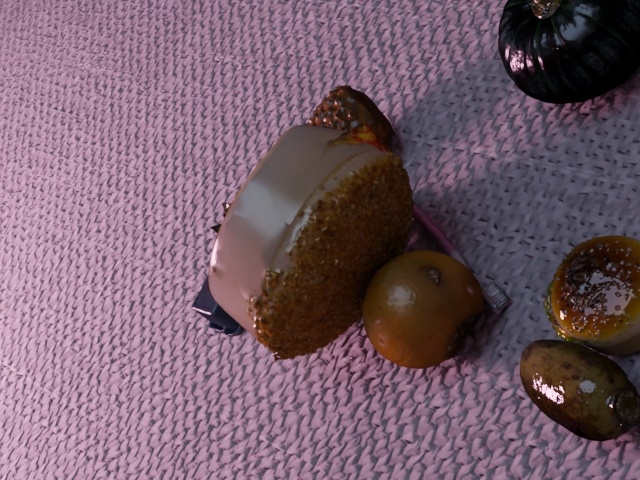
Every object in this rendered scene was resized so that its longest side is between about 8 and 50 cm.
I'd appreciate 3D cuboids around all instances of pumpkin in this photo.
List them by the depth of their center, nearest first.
[{"bbox_3d":[0.298,-0.255,1.770,0.202,0.140,0.202,-32,40,32],"label":"pumpkin"}]

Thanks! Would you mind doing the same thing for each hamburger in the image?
[{"bbox_3d":[0.298,0.055,1.568,0.141,0.081,0.126,13,72,51],"label":"hamburger"},{"bbox_3d":[0.000,0.000,1.787,0.179,0.276,0.294,26,62,18],"label":"hamburger"}]

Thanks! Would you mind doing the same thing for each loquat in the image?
[{"bbox_3d":[0.115,0.076,1.716,0.141,0.141,0.141,-29,43,31],"label":"loquat"}]

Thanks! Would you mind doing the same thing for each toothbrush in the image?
[{"bbox_3d":[0.155,0.007,1.821,0.025,0.020,0.286,-42,38,3],"label":"toothbrush"}]

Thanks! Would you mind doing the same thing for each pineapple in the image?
[{"bbox_3d":[-0.027,-0.085,2.024,0.277,0.119,0.130,-46,56,15],"label":"pineapple"}]

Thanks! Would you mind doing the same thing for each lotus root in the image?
[{"bbox_3d":[0.261,0.153,1.527,0.080,0.089,0.179,-41,27,-14],"label":"lotus root"}]

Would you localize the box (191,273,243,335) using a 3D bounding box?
[{"bbox_3d":[-0.128,0.074,2.056,0.074,0.054,0.099,12,72,54],"label":"box"}]
